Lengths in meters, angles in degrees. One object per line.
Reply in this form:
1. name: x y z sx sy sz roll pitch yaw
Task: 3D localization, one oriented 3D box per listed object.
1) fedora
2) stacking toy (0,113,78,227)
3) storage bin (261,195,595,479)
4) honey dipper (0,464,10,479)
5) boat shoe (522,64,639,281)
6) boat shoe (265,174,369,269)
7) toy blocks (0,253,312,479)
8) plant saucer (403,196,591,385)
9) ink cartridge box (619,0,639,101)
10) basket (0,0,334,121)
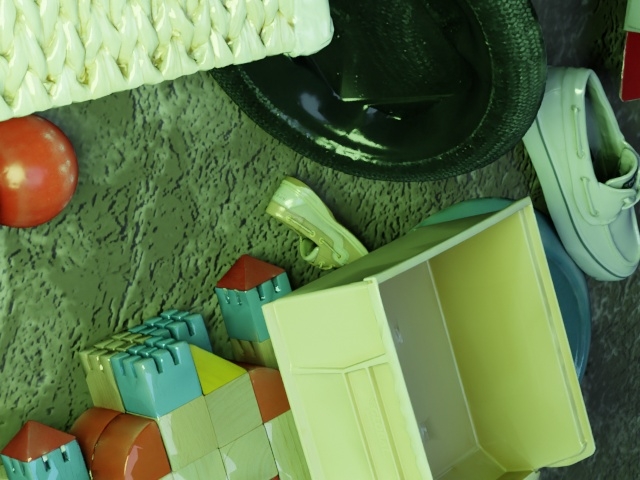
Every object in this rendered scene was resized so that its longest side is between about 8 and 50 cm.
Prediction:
1. fedora: 0.047 -0.208 1.558 0.334 0.334 0.152 58 39 -35
2. stacking toy: -0.321 -0.015 1.401 0.330 0.141 0.141 -26 120 -33
3. storage bin: 0.101 0.127 1.632 0.262 0.123 0.260 -26 102 -53
4. honey dipper: -0.258 0.265 1.600 0.030 0.030 0.160 -14 115 -33
5. boat shoe: 0.267 -0.059 1.834 0.258 0.084 0.095 57 48 -35
6. boat shoe: 0.000 0.000 1.695 0.045 0.050 0.135 -48 117 -10
7. toy blocks: -0.109 0.179 1.600 0.381 0.191 0.260 -27 109 -33
8. plant saucer: 0.153 0.116 1.850 0.318 0.044 0.317 -12 112 -33
9. ink cartridge box: 0.436 -0.264 1.841 0.309 0.130 0.271 -13 115 -46
10. basket: -0.193 -0.282 1.274 0.266 0.328 0.331 -18 116 -29
